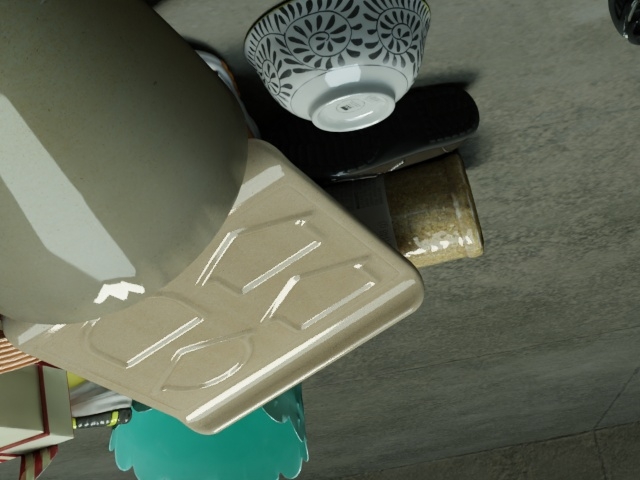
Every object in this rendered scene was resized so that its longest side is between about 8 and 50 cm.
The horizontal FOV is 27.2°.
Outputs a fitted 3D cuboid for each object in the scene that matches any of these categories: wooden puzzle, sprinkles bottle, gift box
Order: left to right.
[{"bbox_3d":[-0.438,0.157,1.485,0.255,0.276,0.258,-16,162,29],"label":"gift box"},{"bbox_3d":[-0.101,0.049,1.349,0.322,0.080,0.348,-33,143,13],"label":"wooden puzzle"},{"bbox_3d":[0.000,0.000,1.495,0.356,0.121,0.121,-14,160,8],"label":"sprinkles bottle"}]

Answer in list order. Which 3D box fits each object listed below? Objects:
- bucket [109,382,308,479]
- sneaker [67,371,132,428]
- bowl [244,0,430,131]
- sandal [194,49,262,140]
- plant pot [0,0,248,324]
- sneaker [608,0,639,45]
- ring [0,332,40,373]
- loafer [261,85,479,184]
[{"bbox_3d":[-0.150,0.211,1.805,0.281,0.183,0.281,0,143,0],"label":"bucket"},{"bbox_3d":[-0.404,0.159,1.717,0.385,0.147,0.145,1,176,25],"label":"sneaker"},{"bbox_3d":[0.022,-0.147,1.165,0.170,0.080,0.170,-10,161,-3],"label":"bowl"},{"bbox_3d":[-0.109,-0.097,1.234,0.102,0.076,0.265,-16,159,13],"label":"sandal"},{"bbox_3d":[-0.221,-0.115,0.935,0.257,0.256,0.274,-16,145,13],"label":"plant pot"},{"bbox_3d":[0.364,-0.246,1.073,0.108,0.100,0.272,-11,169,-44],"label":"sneaker"},{"bbox_3d":[-0.296,0.013,1.256,0.337,0.032,0.336,-22,144,-17],"label":"ring"},{"bbox_3d":[0.049,-0.093,1.323,0.220,0.080,0.078,-9,160,-6],"label":"loafer"}]
